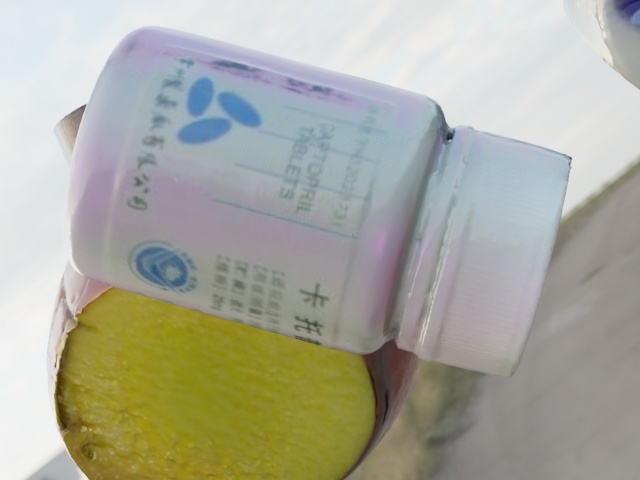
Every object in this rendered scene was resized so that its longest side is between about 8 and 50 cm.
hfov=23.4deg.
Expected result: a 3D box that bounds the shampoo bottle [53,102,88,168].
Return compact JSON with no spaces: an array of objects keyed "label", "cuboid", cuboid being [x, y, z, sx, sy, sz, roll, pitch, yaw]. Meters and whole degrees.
[{"label":"shampoo bottle","cuboid":[-0.201,-0.016,1.635,0.064,0.260,0.102,-20,-5,-34]}]

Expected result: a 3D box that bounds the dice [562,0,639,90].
[{"label":"dice","cuboid":[0.399,-0.247,1.428,0.243,0.259,0.251,-55,1,29]}]

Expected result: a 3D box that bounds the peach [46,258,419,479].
[{"label":"peach","cuboid":[-0.053,0.068,1.061,0.245,0.248,0.274,-25,-34,-56]}]

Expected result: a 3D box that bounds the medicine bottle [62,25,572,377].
[{"label":"medicine bottle","cuboid":[0.000,-0.019,0.848,0.152,0.254,0.152,16,-90,-84]}]
